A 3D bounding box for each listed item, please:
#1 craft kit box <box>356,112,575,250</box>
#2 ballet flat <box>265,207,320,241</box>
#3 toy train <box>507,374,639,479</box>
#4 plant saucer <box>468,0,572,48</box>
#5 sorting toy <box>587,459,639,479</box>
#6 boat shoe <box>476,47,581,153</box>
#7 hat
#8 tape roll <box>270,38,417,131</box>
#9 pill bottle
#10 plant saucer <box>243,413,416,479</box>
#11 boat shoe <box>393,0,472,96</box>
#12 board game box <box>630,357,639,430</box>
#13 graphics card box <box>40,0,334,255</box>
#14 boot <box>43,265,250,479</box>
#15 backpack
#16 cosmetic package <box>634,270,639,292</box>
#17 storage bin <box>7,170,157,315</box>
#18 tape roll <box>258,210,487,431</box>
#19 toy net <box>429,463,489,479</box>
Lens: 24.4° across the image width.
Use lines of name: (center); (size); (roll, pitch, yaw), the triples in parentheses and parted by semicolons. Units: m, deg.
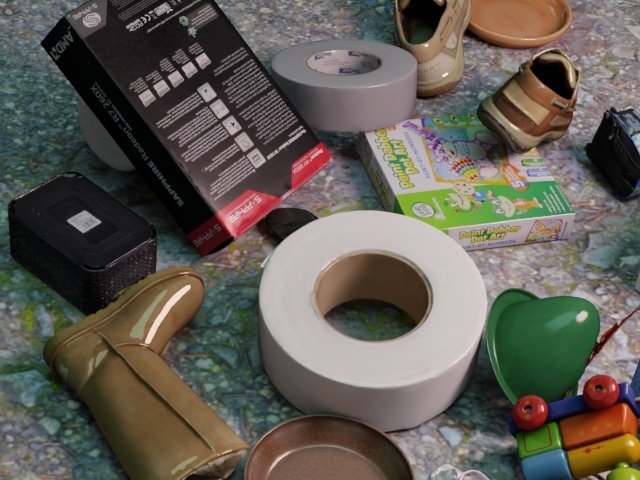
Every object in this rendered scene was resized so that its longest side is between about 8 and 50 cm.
craft kit box: (0.205, -0.086, 2.135); (0.247, 0.061, 0.250); (-9, 44, -14)
ballet flat: (0.000, 0.000, 2.025); (0.173, 0.049, 0.057); (21, 71, 22)
toy train: (0.347, 0.234, 1.700); (0.248, 0.105, 0.143); (-19, 53, 19)
plant saucer: (0.322, -0.381, 2.493); (0.200, 0.037, 0.200); (5, 42, -4)
sorting toy: (0.353, 0.270, 1.768); (0.075, 0.045, 0.083); (-30, 53, -26)
boat shoe: (0.335, -0.219, 2.188); (0.122, 0.120, 0.324); (41, 26, 3)
hat: (0.326, 0.104, 1.794); (0.173, 0.184, 0.208); (41, 44, -24)
tape roll: (0.035, -0.235, 2.218); (0.219, 0.072, 0.219); (-1, 26, 0)
pill bottle: (-0.226, -0.203, 2.142); (0.131, 0.131, 0.229); (33, 47, 26)
plant saucer: (0.010, 0.285, 1.702); (0.199, 0.036, 0.198); (4, 41, -3)
boat shoe: (0.177, -0.377, 2.387); (0.122, 0.110, 0.341); (-13, 42, 12)
board game box: (0.470, 0.207, 1.764); (0.211, 0.160, 0.039); (33, 46, 25)
graphics card box: (-0.178, -0.189, 2.024); (0.371, 0.094, 0.233); (53, 52, -5)
boot: (-0.172, 0.174, 1.768); (0.236, 0.089, 0.269); (-33, 53, -21)
backpack: (0.460, -0.126, 2.178); (0.084, 0.105, 0.114); (-11, 56, -24)
cosmetic package: (0.563, -0.032, 1.996); (0.138, 0.224, 0.225); (33, 48, 26)
storage bin: (-0.311, 0.002, 1.936); (0.180, 0.084, 0.122); (33, 47, 27)
tape roll: (0.061, 0.097, 1.848); (0.286, 0.100, 0.286); (1, 49, -1)
toy net: (0.204, 0.327, 1.676); (0.122, 0.045, 0.232); (-11, 45, -20)
